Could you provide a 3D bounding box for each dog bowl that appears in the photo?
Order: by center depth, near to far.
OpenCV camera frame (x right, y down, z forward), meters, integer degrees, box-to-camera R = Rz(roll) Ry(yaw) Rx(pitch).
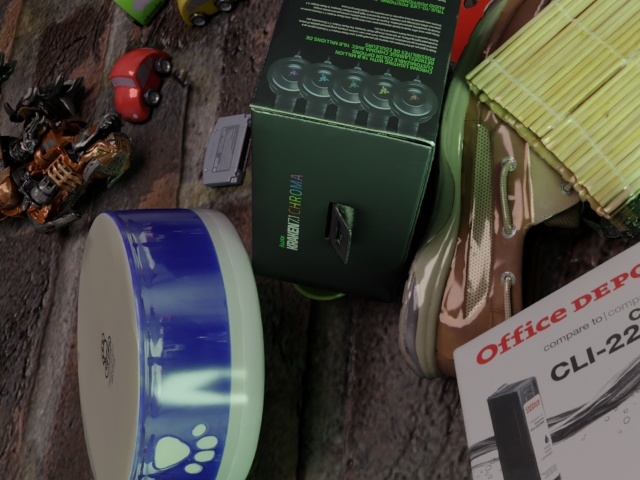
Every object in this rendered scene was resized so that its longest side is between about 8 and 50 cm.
[{"bbox_3d":[-0.144,0.102,0.910,0.265,0.104,0.264,180,90,-66],"label":"dog bowl"}]

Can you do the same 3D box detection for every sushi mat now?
[{"bbox_3d":[0.274,-0.169,0.752,0.316,0.019,0.151,-41,78,-4],"label":"sushi mat"}]

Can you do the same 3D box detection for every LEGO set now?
[{"bbox_3d":[0.251,-0.017,0.799,0.083,0.023,0.054,16,82,29],"label":"LEGO set"}]

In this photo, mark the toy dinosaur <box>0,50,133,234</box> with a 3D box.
[{"bbox_3d":[-0.376,-0.104,1.263,0.322,0.164,0.218,-13,76,10],"label":"toy dinosaur"}]

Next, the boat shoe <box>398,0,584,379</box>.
[{"bbox_3d":[0.156,-0.039,0.810,0.116,0.123,0.324,13,93,24],"label":"boat shoe"}]

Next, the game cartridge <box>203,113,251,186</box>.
[{"bbox_3d":[-0.103,-0.099,1.122,0.056,0.017,0.083,-1,69,35],"label":"game cartridge"}]

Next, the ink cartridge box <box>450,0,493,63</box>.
[{"bbox_3d":[0.204,-0.231,0.915,0.232,0.066,0.189,32,91,39],"label":"ink cartridge box"}]

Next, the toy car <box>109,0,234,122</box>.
[{"bbox_3d":[-0.218,-0.290,1.279,0.239,0.053,0.225,-49,48,9],"label":"toy car"}]

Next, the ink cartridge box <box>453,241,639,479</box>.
[{"bbox_3d":[0.204,0.141,0.629,0.197,0.114,0.272,-34,28,22],"label":"ink cartridge box"}]

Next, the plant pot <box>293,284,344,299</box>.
[{"bbox_3d":[0.000,0.000,0.957,0.083,0.083,0.079,-46,35,12],"label":"plant pot"}]

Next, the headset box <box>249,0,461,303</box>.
[{"bbox_3d":[0.031,-0.117,0.820,0.131,0.246,0.283,12,60,3],"label":"headset box"}]
